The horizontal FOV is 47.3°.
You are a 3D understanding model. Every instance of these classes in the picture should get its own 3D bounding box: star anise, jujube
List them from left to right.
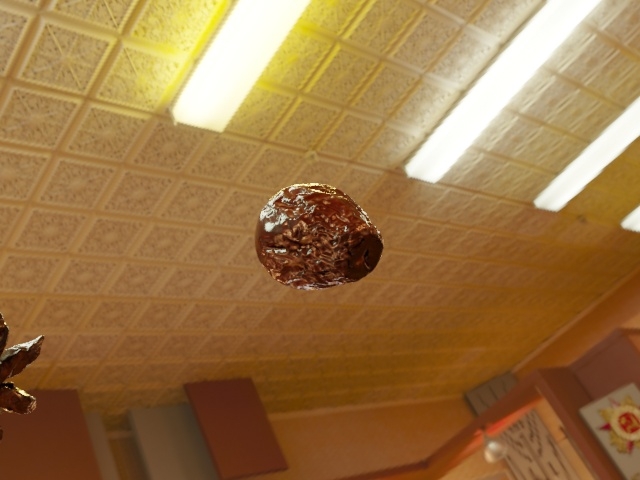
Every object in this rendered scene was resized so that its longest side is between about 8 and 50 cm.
[{"bbox_3d":[-0.351,0.150,0.749,0.168,0.057,0.167,12,-90,-69],"label":"star anise"},{"bbox_3d":[0.000,0.000,1.096,0.168,0.236,0.168,-9,-74,-33],"label":"jujube"}]

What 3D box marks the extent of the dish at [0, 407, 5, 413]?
[{"bbox_3d":[-0.718,0.330,1.465,0.191,0.066,0.190,-18,-12,-4],"label":"dish"}]
